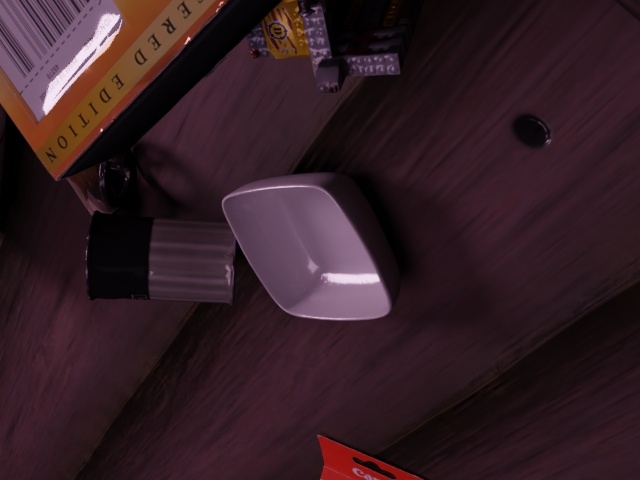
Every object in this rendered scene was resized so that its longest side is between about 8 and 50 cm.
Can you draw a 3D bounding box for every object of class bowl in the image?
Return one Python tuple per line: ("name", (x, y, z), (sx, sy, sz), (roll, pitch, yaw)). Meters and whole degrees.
("bowl", (0.000, 0.000, 0.849), (0.142, 0.053, 0.142), (-3, 124, 43))

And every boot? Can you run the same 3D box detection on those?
("boot", (-0.234, -0.055, 1.013), (0.118, 0.042, 0.087), (58, 167, 20))

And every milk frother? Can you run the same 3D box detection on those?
("milk frother", (-0.144, -0.017, 0.933), (0.135, 0.129, 0.143), (3, 105, -5))

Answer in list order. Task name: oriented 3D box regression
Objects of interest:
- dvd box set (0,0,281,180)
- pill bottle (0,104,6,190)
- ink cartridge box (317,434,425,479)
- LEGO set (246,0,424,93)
("dvd box set", (-0.144, -0.274, 0.431), (0.308, 0.062, 0.420), (-36, 89, 40))
("pill bottle", (-0.431, -0.063, 1.080), (0.160, 0.160, 0.283), (37, 143, 6))
("ink cartridge box", (0.057, 0.311, 1.113), (0.145, 0.045, 0.179), (18, 139, 27))
("LEGO set", (-0.058, -0.219, 0.524), (0.255, 0.192, 0.331), (6, 131, 12))
